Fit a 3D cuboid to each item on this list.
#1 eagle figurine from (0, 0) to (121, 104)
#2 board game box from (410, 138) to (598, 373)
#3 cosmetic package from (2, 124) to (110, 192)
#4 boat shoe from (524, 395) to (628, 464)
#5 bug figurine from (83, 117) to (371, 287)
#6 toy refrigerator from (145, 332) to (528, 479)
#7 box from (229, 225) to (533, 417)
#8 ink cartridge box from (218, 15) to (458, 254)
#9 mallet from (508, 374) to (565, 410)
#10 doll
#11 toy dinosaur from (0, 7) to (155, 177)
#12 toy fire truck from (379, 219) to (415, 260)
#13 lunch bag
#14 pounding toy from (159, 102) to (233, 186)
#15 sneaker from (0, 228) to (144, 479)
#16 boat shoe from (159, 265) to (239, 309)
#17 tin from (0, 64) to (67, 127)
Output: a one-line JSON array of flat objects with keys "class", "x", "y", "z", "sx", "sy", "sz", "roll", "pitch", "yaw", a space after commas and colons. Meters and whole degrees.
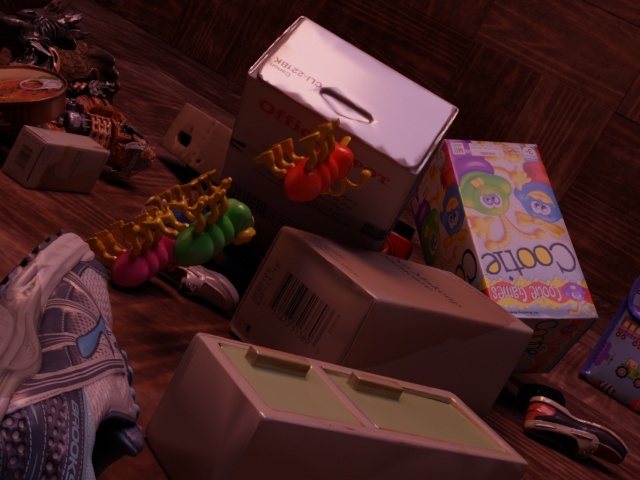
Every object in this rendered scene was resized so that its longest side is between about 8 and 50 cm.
[{"class": "eagle figurine", "x": -0.419, "y": -0.318, "z": 1.391, "sx": 0.226, "sy": 0.225, "sz": 0.298, "roll": 11, "pitch": 25, "yaw": -26}, {"class": "board game box", "x": 0.229, "y": 0.020, "z": 1.237, "sx": 0.142, "sy": 0.144, "sz": 0.275, "roll": 2, "pitch": 54, "yaw": -17}, {"class": "cosmetic package", "x": -0.296, "y": -0.090, "z": 1.071, "sx": 0.041, "sy": 0.060, "sz": 0.115, "roll": 34, "pitch": 14, "yaw": 20}, {"class": "boat shoe", "x": 0.302, "y": 0.235, "z": 1.125, "sx": 0.137, "sy": 0.049, "sz": 0.043, "roll": 30, "pitch": 53, "yaw": -7}, {"class": "bug figurine", "x": -0.095, "y": -0.026, "z": 0.902, "sx": 0.216, "sy": 0.279, "sz": 0.072, "roll": -36, "pitch": 104, "yaw": -40}, {"class": "toy refrigerator", "x": 0.022, "y": 0.148, "z": 0.685, "sx": 0.269, "sy": 0.094, "sz": 0.102, "roll": 19, "pitch": 15, "yaw": -39}, {"class": "box", "x": 0.074, "y": 0.094, "z": 0.986, "sx": 0.148, "sy": 0.121, "sz": 0.311, "roll": 37, "pitch": 14, "yaw": 37}, {"class": "ink cartridge box", "x": 0.005, "y": -0.080, "z": 1.045, "sx": 0.197, "sy": 0.114, "sz": 0.273, "roll": 32, "pitch": -33, "yaw": 5}, {"class": "mallet", "x": 0.253, "y": 0.180, "z": 1.275, "sx": 0.062, "sy": 0.039, "sz": 0.189, "roll": 20, "pitch": 10, "yaw": -30}, {"class": "doll", "x": -0.114, "y": 0.012, "z": 1.090, "sx": 0.189, "sy": 0.046, "sz": 0.129, "roll": 31, "pitch": 7, "yaw": 13}, {"class": "toy dinosaur", "x": -0.357, "y": -0.191, "z": 1.187, "sx": 0.322, "sy": 0.164, "sz": 0.218, "roll": 47, "pitch": 15, "yaw": -37}, {"class": "toy fire truck", "x": 0.000, "y": 0.000, "z": 1.242, "sx": 0.217, "sy": 0.159, "sz": 0.246, "roll": 30, "pitch": 1, "yaw": 8}, {"class": "lunch bag", "x": 0.606, "y": 0.155, "z": 1.569, "sx": 0.221, "sy": 0.293, "sz": 0.138, "roll": 32, "pitch": 11, "yaw": 21}, {"class": "pounding toy", "x": -0.152, "y": -0.127, "z": 1.538, "sx": 0.206, "sy": 0.094, "sz": 0.181, "roll": 32, "pitch": 2, "yaw": -37}, {"class": "sneaker", "x": -0.163, "y": 0.088, "z": 0.558, "sx": 0.122, "sy": 0.110, "sz": 0.283, "roll": 44, "pitch": 10, "yaw": -13}, {"class": "boat shoe", "x": -0.129, "y": 0.043, "z": 0.965, "sx": 0.100, "sy": 0.035, "sz": 0.035, "roll": 35, "pitch": 40, "yaw": 15}, {"class": "tin", "x": -0.378, "y": -0.159, "z": 1.050, "sx": 0.189, "sy": 0.040, "sz": 0.106, "roll": -5, "pitch": 37, "yaw": -20}]
